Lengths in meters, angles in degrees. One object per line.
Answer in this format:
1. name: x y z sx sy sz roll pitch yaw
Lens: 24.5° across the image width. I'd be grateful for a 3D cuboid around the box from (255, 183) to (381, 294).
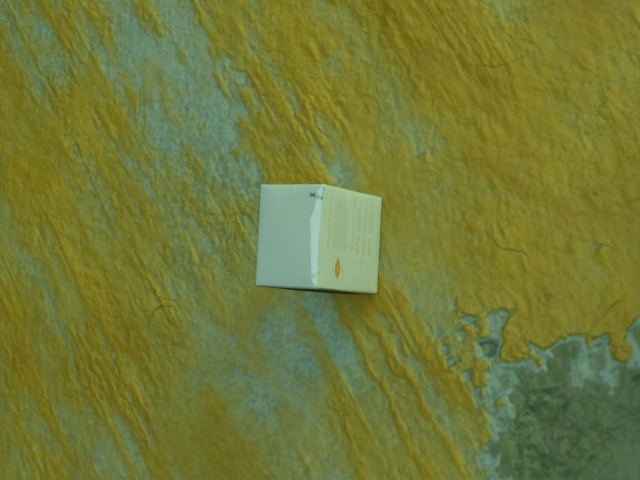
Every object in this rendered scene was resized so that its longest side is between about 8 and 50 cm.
1. box: 0.000 0.000 1.864 0.091 0.170 0.130 2 86 28
